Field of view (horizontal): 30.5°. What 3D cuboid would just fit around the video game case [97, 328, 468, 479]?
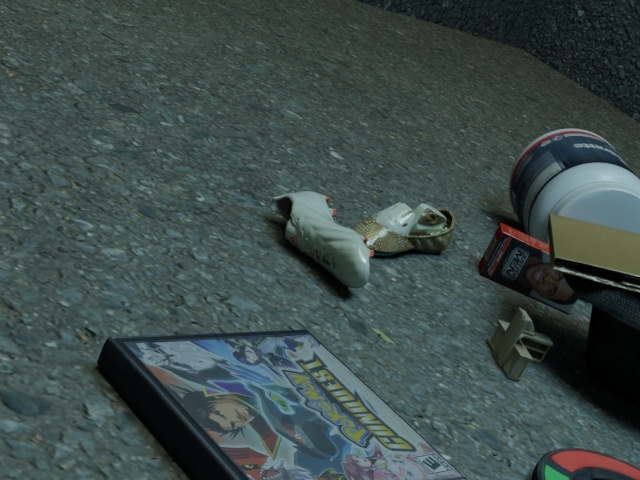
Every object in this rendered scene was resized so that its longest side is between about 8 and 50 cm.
[{"bbox_3d":[-0.019,0.168,1.004,0.248,0.035,0.275,2,31,-47],"label":"video game case"}]

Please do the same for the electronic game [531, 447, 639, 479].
[{"bbox_3d":[0.305,0.274,1.110,0.229,0.048,0.229,22,21,-9],"label":"electronic game"}]

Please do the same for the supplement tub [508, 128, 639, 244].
[{"bbox_3d":[0.405,-0.049,1.818,0.191,0.191,0.272,22,20,-11],"label":"supplement tub"}]

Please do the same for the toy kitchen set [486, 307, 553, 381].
[{"bbox_3d":[0.253,0.123,1.391,0.075,0.068,0.083,19,22,-19],"label":"toy kitchen set"}]

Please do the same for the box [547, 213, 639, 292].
[{"bbox_3d":[0.365,0.018,1.464,0.164,0.021,0.201,14,18,5],"label":"box"}]

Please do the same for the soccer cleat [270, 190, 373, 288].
[{"bbox_3d":[0.000,0.000,1.412,0.076,0.068,0.196,-2,29,-24],"label":"soccer cleat"}]

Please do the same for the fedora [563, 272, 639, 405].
[{"bbox_3d":[0.453,0.132,1.459,0.334,0.153,0.334,11,18,-3],"label":"fedora"}]

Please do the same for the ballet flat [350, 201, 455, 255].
[{"bbox_3d":[0.113,-0.021,1.579,0.073,0.067,0.206,39,24,29],"label":"ballet flat"}]

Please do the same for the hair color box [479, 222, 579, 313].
[{"bbox_3d":[0.302,0.039,1.651,0.141,0.072,0.043,23,19,-5],"label":"hair color box"}]
